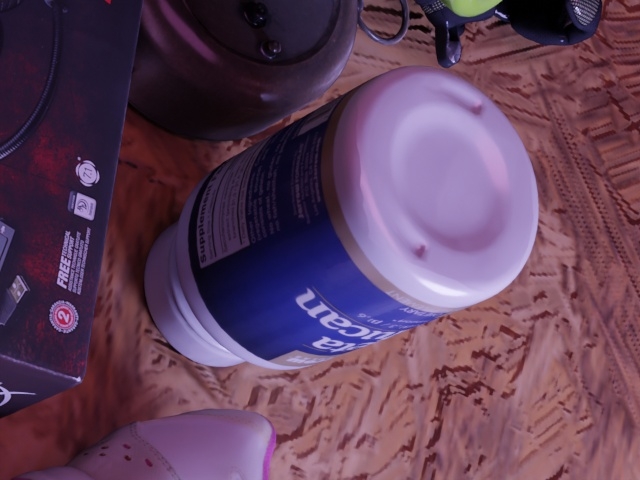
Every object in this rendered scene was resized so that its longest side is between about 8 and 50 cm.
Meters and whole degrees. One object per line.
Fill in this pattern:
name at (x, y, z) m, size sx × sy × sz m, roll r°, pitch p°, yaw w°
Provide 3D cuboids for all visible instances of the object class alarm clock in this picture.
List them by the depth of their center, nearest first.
alarm clock at (-0.029, -0.115, 0.809) m, size 0.192 × 0.064 × 0.129 m, roll -1°, pitch 75°, yaw -41°

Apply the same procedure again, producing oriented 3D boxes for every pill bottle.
pill bottle at (0.000, 0.000, 0.715) m, size 0.094 × 0.169 × 0.094 m, roll 13°, pitch 67°, yaw -33°

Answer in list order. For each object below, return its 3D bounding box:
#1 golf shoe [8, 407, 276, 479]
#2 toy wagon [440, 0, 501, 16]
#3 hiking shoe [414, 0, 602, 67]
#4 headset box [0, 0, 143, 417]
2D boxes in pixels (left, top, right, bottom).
golf shoe at (-0.007, 0.202, 0.679) m, size 0.140 × 0.115 × 0.306 m, roll -32°, pitch 96°, yaw -44°
toy wagon at (-0.005, -0.199, 0.741) m, size 0.267 × 0.068 × 0.344 m, roll 42°, pitch 30°, yaw 19°
hiking shoe at (0.125, -0.162, 0.940) m, size 0.227 × 0.086 × 0.114 m, roll -22°, pitch 97°, yaw -32°
headset box at (-0.217, -0.077, 0.613) m, size 0.293 × 0.110 × 0.218 m, roll 22°, pitch 61°, yaw -31°
